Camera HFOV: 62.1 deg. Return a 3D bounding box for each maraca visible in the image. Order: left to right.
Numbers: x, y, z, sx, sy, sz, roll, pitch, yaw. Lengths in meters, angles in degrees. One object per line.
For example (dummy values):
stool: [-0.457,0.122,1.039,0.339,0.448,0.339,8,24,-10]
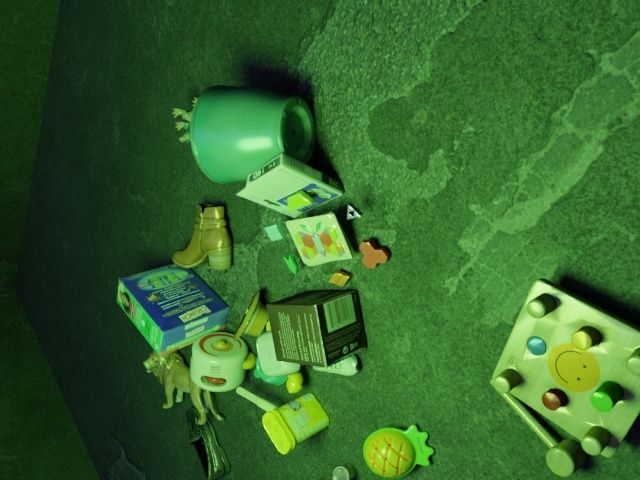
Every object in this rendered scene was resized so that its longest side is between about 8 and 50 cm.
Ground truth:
maraca: [0.199,0.543,1.374,0.185,0.099,0.127,-23,85,19]

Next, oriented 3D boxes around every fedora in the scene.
fedora: [-0.207,0.250,1.690,0.079,0.194,0.194,28,127,-8]

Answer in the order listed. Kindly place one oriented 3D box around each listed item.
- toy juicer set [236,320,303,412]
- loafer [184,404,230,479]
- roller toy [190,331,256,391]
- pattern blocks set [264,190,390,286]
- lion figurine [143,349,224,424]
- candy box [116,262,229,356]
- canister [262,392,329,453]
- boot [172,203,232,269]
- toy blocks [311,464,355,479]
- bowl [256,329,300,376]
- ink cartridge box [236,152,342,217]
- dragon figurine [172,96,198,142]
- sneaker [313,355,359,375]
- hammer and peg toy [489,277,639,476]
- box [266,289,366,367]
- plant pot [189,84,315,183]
toy juicer set: [-0.129,0.415,1.668,0.209,0.089,0.329,40,115,33]
loafer: [-0.465,0.794,2.091,0.302,0.095,0.109,54,131,21]
roller toy: [-0.342,0.406,1.807,0.209,0.191,0.146,27,117,38]
pattern blocks set: [0.000,0.000,1.415,0.325,0.026,0.285,-27,102,43]
lion figurine: [-0.526,0.553,2.091,0.392,0.142,0.240,6,96,30]
candy box: [-0.527,0.230,1.897,0.317,0.268,0.122,37,127,33]
canister: [-0.070,0.539,1.583,0.126,0.170,0.073,53,131,23]
boot: [-0.420,-0.017,1.842,0.283,0.109,0.220,4,104,42]
toy blocks: [0.012,0.802,1.445,0.288,0.260,0.309,-50,61,14]
bowl: [-0.135,0.336,1.579,0.142,0.053,0.142,-23,77,39]
ink cartridge box: [-0.084,-0.139,1.417,0.208,0.206,0.045,-23,56,44]
dragon figurine: [-0.375,-0.400,1.724,0.289,0.144,0.085,-18,85,26]
sneaker: [0.024,0.350,1.508,0.190,0.083,0.071,-1,98,44]
hammer and peg toy: [0.459,0.280,1.023,0.266,0.127,0.361,33,121,35]
box: [-0.011,0.234,1.452,0.203,0.168,0.167,-7,95,46]
plant pot: [-0.162,-0.288,1.434,0.255,0.271,0.272,4,103,29]
